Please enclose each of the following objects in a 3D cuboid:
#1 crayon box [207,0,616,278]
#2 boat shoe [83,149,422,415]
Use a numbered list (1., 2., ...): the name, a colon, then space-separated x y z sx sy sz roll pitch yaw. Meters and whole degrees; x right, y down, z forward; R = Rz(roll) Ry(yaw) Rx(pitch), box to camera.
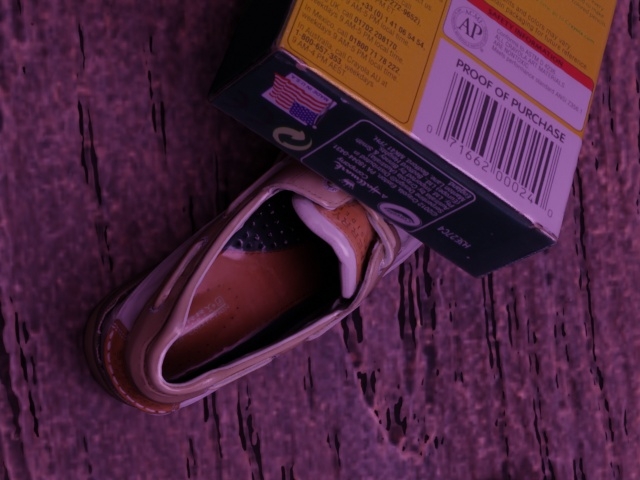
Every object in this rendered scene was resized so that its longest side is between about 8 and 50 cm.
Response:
1. crayon box: 0.079 -0.162 0.954 0.202 0.081 0.318 33 56 -20
2. boat shoe: 0.000 0.000 0.958 0.302 0.103 0.113 -42 106 -16
